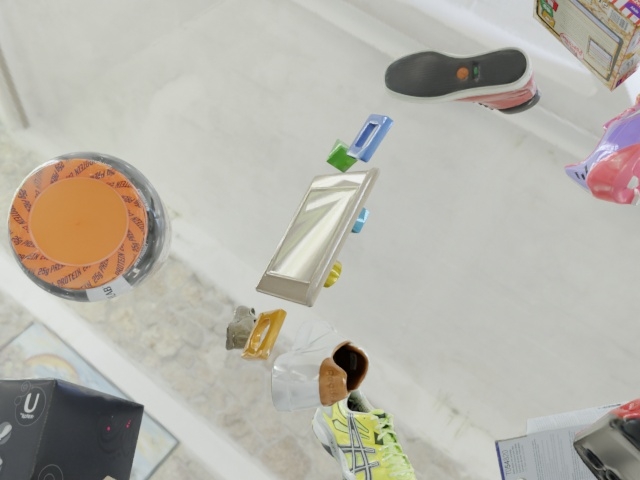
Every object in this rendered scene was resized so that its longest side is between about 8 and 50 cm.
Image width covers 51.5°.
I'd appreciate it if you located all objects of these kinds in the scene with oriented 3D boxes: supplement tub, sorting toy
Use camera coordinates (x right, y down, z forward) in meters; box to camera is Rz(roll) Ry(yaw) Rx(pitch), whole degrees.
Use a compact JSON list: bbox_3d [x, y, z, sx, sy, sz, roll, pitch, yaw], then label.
[{"bbox_3d":[-0.329,-0.016,0.981,0.207,0.207,0.338,48,-8,-6],"label":"supplement tub"},{"bbox_3d":[0.000,0.000,0.838,0.047,0.348,0.196,32,-12,-20],"label":"sorting toy"}]

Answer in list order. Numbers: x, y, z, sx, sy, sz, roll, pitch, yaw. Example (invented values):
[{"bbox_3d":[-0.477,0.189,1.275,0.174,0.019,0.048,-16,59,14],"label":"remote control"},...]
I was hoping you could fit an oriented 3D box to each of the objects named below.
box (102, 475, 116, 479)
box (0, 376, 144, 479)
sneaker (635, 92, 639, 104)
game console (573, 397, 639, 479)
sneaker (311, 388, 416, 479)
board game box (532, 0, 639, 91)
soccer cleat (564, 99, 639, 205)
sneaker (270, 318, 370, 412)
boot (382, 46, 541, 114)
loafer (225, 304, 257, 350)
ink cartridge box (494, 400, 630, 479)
[{"bbox_3d":[-0.247,0.409,0.637,0.121,0.311,0.148,3,-50,44],"label":"box"},{"bbox_3d":[-0.343,0.316,0.804,0.143,0.271,0.165,-6,-26,26],"label":"box"},{"bbox_3d":[0.522,-0.146,0.978,0.175,0.064,0.067,51,-1,2],"label":"sneaker"},{"bbox_3d":[0.321,0.271,0.422,0.386,0.060,0.342,50,4,25],"label":"game console"},{"bbox_3d":[0.114,0.458,1.440,0.384,0.145,0.147,42,-63,42],"label":"sneaker"},{"bbox_3d":[0.308,-0.264,0.756,0.147,0.045,0.193,51,8,15],"label":"board game box"},{"bbox_3d":[0.403,-0.148,0.802,0.095,0.248,0.083,35,-9,40],"label":"soccer cleat"},{"bbox_3d":[0.018,0.185,0.983,0.123,0.290,0.106,-5,-83,10],"label":"sneaker"},{"bbox_3d":[0.239,-0.253,1.116,0.244,0.089,0.176,4,-5,25],"label":"boot"},{"bbox_3d":[-0.116,0.141,1.044,0.050,0.148,0.056,8,-78,1],"label":"loafer"},{"bbox_3d":[0.402,0.379,1.067,0.223,0.045,0.223,-12,-71,6],"label":"ink cartridge box"}]
